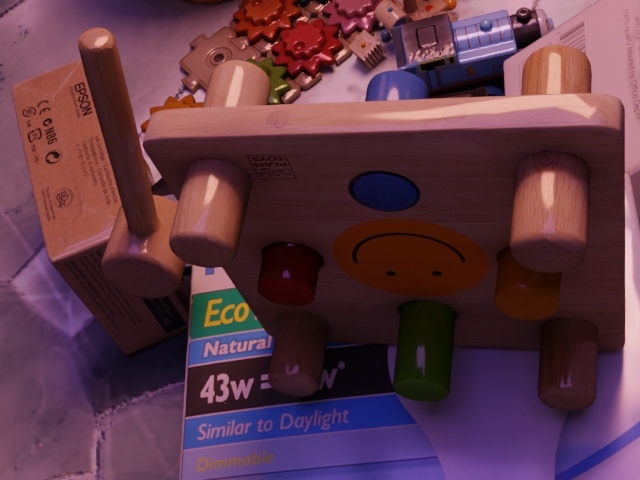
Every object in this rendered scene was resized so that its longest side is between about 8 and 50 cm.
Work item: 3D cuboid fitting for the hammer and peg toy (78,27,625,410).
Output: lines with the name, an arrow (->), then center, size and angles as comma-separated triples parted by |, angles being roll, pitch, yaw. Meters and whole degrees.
hammer and peg toy -> 0.000, 0.000, 0.623 | 0.362, 0.266, 0.127 | 1, 59, 16

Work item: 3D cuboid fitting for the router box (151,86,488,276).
router box -> 0.013, -0.061, 0.961 | 0.309, 0.081, 0.243 | -9, 17, 12

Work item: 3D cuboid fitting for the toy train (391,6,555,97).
toy train -> 0.163, -0.189, 1.059 | 0.184, 0.105, 0.080 | -11, 57, 10

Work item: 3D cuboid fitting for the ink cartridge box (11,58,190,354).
ink cartridge box -> -0.217, -0.033, 1.024 | 0.088, 0.193, 0.234 | -23, 56, -1

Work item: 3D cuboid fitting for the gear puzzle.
gear puzzle -> -0.080, -0.224, 1.190 | 0.339, 0.044, 0.175 | -40, 57, -9

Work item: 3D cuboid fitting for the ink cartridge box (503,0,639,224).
ink cartridge box -> 0.303, -0.123, 0.885 | 0.283, 0.117, 0.207 | -30, 45, 44

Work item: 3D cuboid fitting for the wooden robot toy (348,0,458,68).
wooden robot toy -> 0.119, -0.250, 1.135 | 0.173, 0.076, 0.079 | -39, 67, -8

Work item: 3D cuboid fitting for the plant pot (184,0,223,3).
plant pot -> -0.151, -0.433, 1.245 | 0.291, 0.203, 0.290 | -7, 58, 12

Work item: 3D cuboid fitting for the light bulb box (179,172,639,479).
light bulb box -> 0.093, 0.174, 0.785 | 0.358, 0.225, 0.360 | -9, 58, 12
